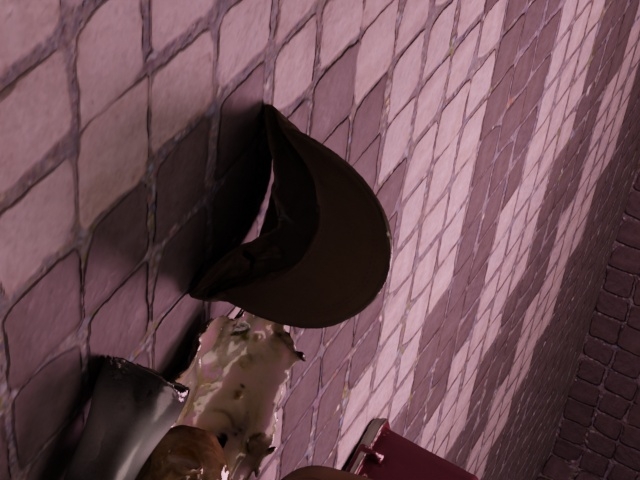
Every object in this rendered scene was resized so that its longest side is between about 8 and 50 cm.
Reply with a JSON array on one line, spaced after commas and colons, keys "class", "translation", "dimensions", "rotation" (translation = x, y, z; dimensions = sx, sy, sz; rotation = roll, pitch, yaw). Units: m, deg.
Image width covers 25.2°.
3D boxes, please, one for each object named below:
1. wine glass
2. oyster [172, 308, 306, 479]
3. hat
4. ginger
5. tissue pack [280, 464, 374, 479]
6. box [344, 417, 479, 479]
[{"class": "wine glass", "translation": [-0.156, 0.165, 1.038], "dimensions": [0.155, 0.072, 0.072], "rotation": [-65, 162, -6]}, {"class": "oyster", "translation": [-0.091, 0.149, 1.215], "dimensions": [0.132, 0.072, 0.209], "rotation": [9, 91, -42]}, {"class": "hat", "translation": [0.000, 0.000, 1.130], "dimensions": [0.144, 0.173, 0.166], "rotation": [7, 108, -64]}, {"class": "ginger", "translation": [-0.136, 0.233, 1.120], "dimensions": [0.204, 0.080, 0.104], "rotation": [-60, -167, 20]}, {"class": "tissue pack", "translation": [0.002, 0.433, 1.496], "dimensions": [0.277, 0.267, 0.387], "rotation": [-67, 177, -71]}, {"class": "box", "translation": [0.115, 0.389, 1.954], "dimensions": [0.193, 0.167, 0.294], "rotation": [-61, 162, -22]}]
